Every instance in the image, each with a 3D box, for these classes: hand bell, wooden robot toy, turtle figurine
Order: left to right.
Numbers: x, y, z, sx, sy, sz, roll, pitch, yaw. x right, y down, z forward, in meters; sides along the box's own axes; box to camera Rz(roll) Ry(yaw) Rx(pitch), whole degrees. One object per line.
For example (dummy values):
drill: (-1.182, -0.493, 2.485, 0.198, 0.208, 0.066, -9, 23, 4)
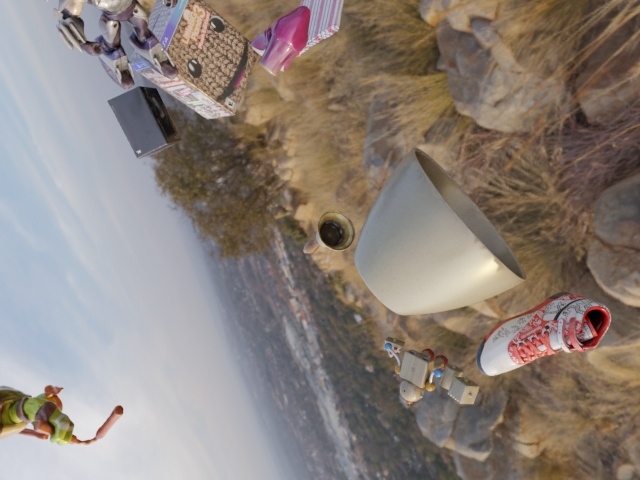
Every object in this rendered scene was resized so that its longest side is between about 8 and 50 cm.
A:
turtle figurine: (-0.349, 0.187, 0.565, 0.269, 0.217, 0.087, -15, 80, 35)
hand bell: (0.000, 0.000, 1.744, 0.242, 0.126, 0.126, -32, 78, 62)
wooden robot toy: (0.154, 0.210, 0.824, 0.173, 0.076, 0.079, 22, 101, 43)

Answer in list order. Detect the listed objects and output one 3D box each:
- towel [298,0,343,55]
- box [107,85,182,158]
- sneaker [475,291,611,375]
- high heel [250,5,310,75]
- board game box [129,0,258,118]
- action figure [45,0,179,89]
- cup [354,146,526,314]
towel: (0.000, -0.512, 1.252, 0.197, 0.029, 0.144, -3, 74, 56)
box: (-0.445, -0.304, 1.416, 0.158, 0.093, 0.156, -92, -22, -76)
sneaker: (0.454, 0.198, 1.121, 0.090, 0.270, 0.145, 61, 172, -9)
high heel: (-0.065, -0.366, 0.976, 0.082, 0.117, 0.244, 35, -163, -14)
board game box: (-0.353, -0.525, 1.574, 0.141, 0.232, 0.291, 5, 162, 44)
action figure: (-0.285, -0.325, 0.797, 0.099, 0.185, 0.285, 56, 167, 6)
cup: (0.208, 0.016, 1.106, 0.331, 0.237, 0.331, 41, -159, -20)
